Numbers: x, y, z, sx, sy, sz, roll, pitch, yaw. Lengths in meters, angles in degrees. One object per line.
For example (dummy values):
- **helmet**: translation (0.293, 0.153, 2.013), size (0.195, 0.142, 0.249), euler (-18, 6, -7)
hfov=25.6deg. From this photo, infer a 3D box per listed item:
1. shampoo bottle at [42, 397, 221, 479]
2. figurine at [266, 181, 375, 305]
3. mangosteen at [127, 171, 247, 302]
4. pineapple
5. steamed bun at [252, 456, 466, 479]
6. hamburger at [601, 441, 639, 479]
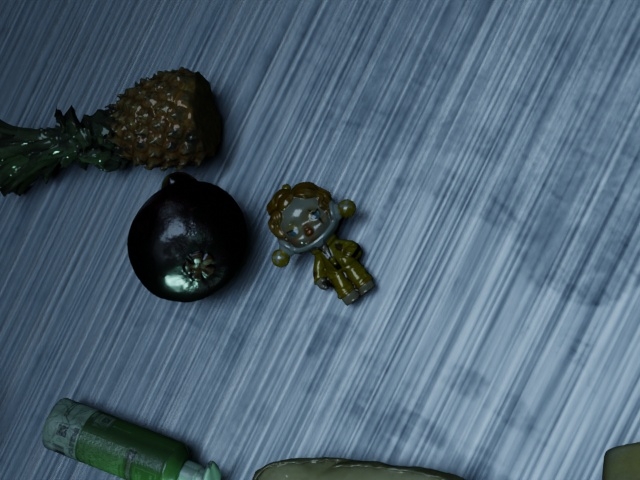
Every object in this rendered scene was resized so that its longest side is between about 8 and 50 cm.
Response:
- **shampoo bottle**: translation (-0.203, 0.232, 1.538), size (0.204, 0.065, 0.065), euler (18, 88, 18)
- **figurine**: translation (0.005, -0.002, 1.510), size (0.143, 0.068, 0.101), euler (30, 96, 6)
- **mangosteen**: translation (-0.149, -0.008, 1.532), size (0.137, 0.137, 0.151), euler (-42, 39, 8)
- **pineapple**: translation (-0.253, -0.119, 1.579), size (0.277, 0.130, 0.119), euler (-9, 110, 13)
- **steamed bun**: translation (0.032, 0.333, 1.431), size (0.231, 0.110, 0.212), euler (4, 67, 20)
- **hamburger**: translation (0.340, 0.232, 1.345), size (0.141, 0.126, 0.081), euler (-5, 73, -5)
